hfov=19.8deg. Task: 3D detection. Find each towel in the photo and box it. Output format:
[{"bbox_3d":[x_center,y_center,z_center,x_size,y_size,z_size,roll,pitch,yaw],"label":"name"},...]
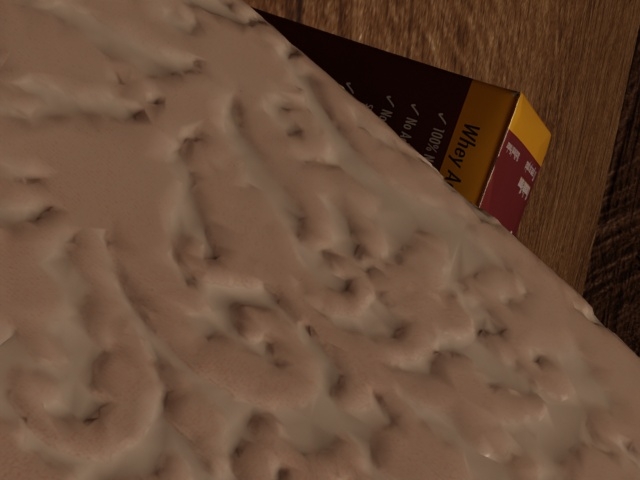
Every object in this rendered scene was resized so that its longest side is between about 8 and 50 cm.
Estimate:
[{"bbox_3d":[-0.035,0.043,0.612,0.053,0.332,0.317,-48,180,38],"label":"towel"}]

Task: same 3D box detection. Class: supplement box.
[{"bbox_3d":[-0.023,0.001,0.825,0.129,0.194,0.191,21,89,-76],"label":"supplement box"}]
